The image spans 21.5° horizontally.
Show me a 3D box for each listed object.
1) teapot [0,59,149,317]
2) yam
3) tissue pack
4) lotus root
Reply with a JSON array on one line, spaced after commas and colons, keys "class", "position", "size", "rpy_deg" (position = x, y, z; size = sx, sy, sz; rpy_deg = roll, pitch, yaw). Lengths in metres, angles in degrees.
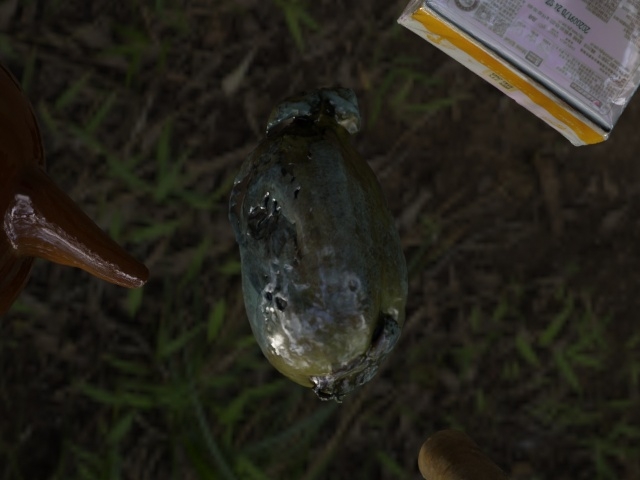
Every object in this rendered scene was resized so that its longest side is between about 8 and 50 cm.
[{"class": "teapot", "position": [-0.139, -0.010, 0.526], "size": [0.173, 0.116, 0.116], "rpy_deg": [6, 147, 18]}, {"class": "yam", "position": [0.164, 0.273, 1.674], "size": [0.081, 0.356, 0.081], "rpy_deg": [-2, 104, -10]}, {"class": "tissue pack", "position": [0.223, -0.231, 1.665], "size": [0.225, 0.185, 0.124], "rpy_deg": [34, 175, -7]}, {"class": "lotus root", "position": [-0.003, 0.000, 0.841], "size": [0.088, 0.165, 0.088], "rpy_deg": [-6, 170, -1]}]
